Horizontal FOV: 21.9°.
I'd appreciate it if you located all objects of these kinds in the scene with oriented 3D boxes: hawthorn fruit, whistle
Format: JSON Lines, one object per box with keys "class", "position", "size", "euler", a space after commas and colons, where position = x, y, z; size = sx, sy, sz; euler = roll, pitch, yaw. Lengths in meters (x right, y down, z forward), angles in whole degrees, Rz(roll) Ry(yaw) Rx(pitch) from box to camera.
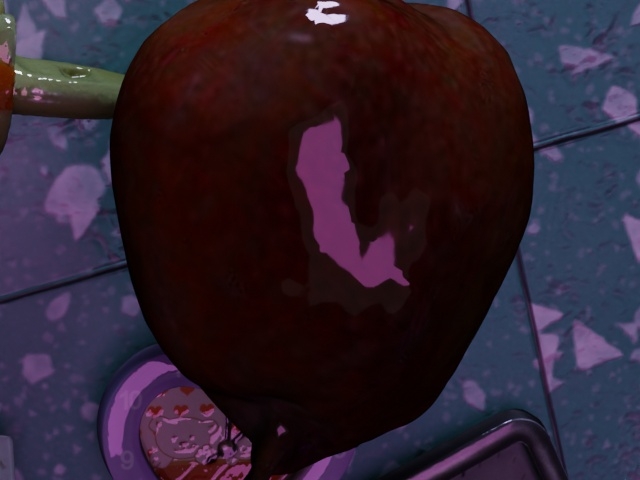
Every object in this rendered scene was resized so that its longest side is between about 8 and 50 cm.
{"class": "hawthorn fruit", "position": [0.006, -0.021, 1.129], "size": [0.308, 0.308, 0.324], "euler": [-21, 92, -10]}
{"class": "whistle", "position": [-0.265, -0.114, 1.133], "size": [0.289, 0.131, 0.106], "euler": [2, 113, -22]}

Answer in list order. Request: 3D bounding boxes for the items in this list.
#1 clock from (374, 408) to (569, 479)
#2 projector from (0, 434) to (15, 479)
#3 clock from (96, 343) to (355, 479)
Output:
{"class": "clock", "position": [0.107, 0.306, 1.349], "size": [0.279, 0.049, 0.273], "euler": [-27, 105, -8]}
{"class": "projector", "position": [-0.296, 0.199, 1.187], "size": [0.147, 0.061, 0.115], "euler": [5, 68, -29]}
{"class": "clock", "position": [-0.072, 0.159, 1.267], "size": [0.198, 0.064, 0.172], "euler": [-2, 101, -14]}
